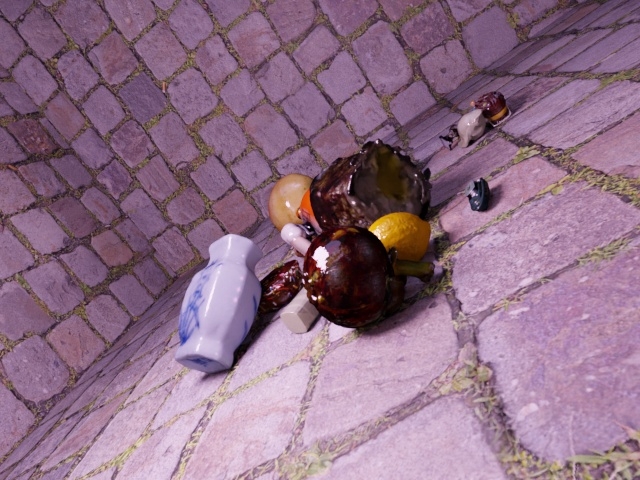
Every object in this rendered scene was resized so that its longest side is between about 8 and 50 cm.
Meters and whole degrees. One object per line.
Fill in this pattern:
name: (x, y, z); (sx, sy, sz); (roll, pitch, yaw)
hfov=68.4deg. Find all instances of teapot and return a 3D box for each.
teapot: (-0.012, 0.159, 1.292); (0.107, 0.077, 0.200); (-19, 21, 43)

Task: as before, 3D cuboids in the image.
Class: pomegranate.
pomegranate: (-0.103, -0.149, 2.205); (0.319, 0.319, 0.319); (-34, 13, 9)

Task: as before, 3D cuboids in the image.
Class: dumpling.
dumpling: (0.570, -0.420, 1.808); (0.134, 0.099, 0.169); (-65, 17, -14)

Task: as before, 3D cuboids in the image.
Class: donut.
donut: (-0.152, 0.165, 1.609); (0.235, 0.089, 0.235); (-34, 12, 8)

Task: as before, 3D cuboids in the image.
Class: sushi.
sushi: (0.148, -0.129, 1.438); (0.294, 0.299, 0.281); (-17, 45, 61)

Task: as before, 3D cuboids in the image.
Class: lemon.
lemon: (0.196, 0.000, 1.167); (0.187, 0.142, 0.142); (-22, 9, -16)

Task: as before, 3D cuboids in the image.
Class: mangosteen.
mangosteen: (0.103, 0.074, 1.045); (0.289, 0.232, 0.231); (-7, 11, -6)

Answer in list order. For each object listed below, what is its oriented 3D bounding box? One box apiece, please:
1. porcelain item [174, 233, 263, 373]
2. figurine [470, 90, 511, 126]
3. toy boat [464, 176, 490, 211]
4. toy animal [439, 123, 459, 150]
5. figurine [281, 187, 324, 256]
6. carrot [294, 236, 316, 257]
porcelain item: (-0.307, 0.193, 1.467); (0.242, 0.178, 0.405); (-25, 45, 42)
figurine: (0.667, -0.526, 1.873); (0.174, 0.116, 0.240); (-33, 13, 13)
toy boat: (0.406, -0.112, 1.212); (0.055, 0.060, 0.141); (-57, 5, 34)
toy animal: (0.555, -0.445, 1.932); (0.202, 0.070, 0.105); (-37, -18, -42)
figurine: (0.000, -0.093, 1.785); (0.323, 0.196, 0.320); (-51, 45, -6)
carrot: (0.000, 0.000, 1.892); (0.247, 0.059, 0.059); (-29, 14, 17)
